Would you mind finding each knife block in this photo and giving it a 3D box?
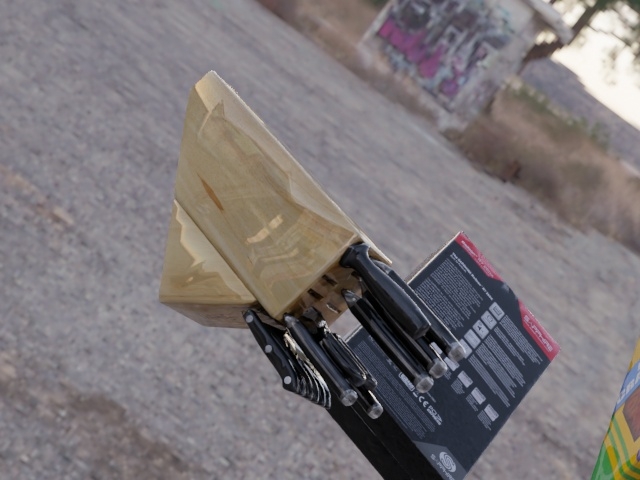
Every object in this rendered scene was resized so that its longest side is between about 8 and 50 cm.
[{"bbox_3d":[0.000,0.000,0.957,0.242,0.276,0.088,0,-18,21],"label":"knife block"}]

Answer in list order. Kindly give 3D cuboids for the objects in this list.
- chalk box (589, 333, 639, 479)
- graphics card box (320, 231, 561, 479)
[{"bbox_3d":[0.277,0.058,0.606,0.179,0.180,0.289,33,36,4],"label":"chalk box"},{"bbox_3d":[0.161,0.167,1.603,0.233,0.094,0.371,50,40,0],"label":"graphics card box"}]
